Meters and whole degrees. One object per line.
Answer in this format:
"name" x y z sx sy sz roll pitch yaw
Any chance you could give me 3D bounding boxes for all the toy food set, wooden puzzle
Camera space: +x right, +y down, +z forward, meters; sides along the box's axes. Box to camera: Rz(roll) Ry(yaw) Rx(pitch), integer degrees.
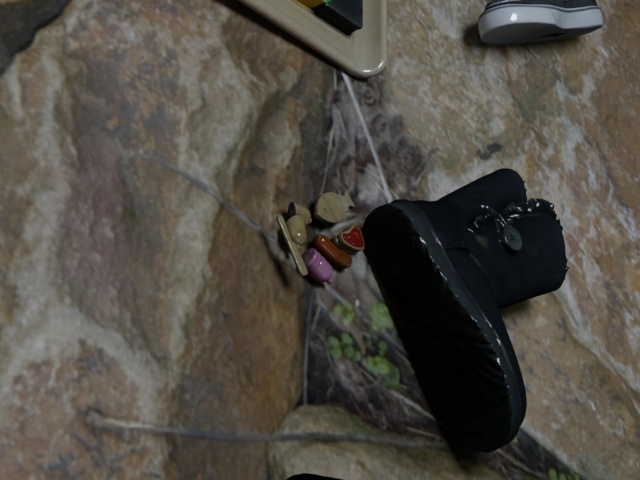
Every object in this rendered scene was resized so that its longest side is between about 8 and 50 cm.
"toy food set" 0.000 0.000 1.444 0.122 0.019 0.078 -14 79 -57
"wooden puzzle" -0.025 -0.290 1.562 0.239 0.044 0.221 25 52 -35

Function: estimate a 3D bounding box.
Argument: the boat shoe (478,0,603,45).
"boat shoe" 0.233 -0.256 1.777 0.228 0.080 0.076 -12 86 -51

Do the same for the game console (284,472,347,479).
"game console" 0.002 0.345 1.229 0.213 0.044 0.361 22 53 -37

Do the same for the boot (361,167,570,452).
"boot" 0.166 0.055 1.523 0.207 0.094 0.246 -14 73 -45
